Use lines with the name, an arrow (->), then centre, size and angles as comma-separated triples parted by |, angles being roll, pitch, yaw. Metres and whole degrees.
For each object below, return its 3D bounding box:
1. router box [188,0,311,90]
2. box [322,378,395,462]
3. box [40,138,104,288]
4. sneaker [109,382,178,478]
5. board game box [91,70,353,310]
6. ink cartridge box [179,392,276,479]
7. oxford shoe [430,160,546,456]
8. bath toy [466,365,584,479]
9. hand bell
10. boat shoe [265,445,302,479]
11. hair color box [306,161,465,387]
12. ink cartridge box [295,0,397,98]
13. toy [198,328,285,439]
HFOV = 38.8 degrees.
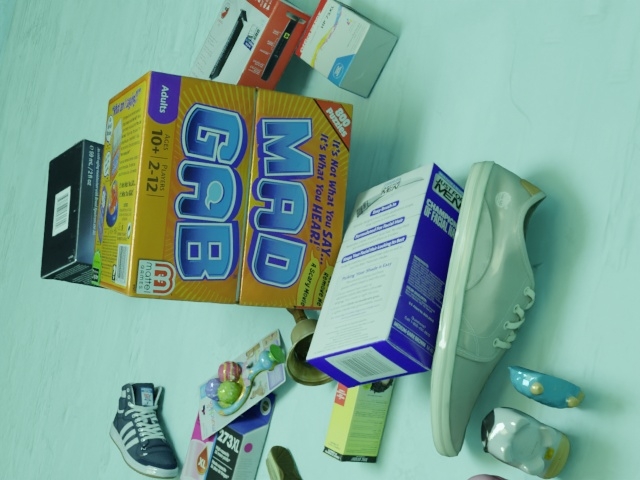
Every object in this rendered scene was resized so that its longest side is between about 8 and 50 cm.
router box -> -0.169, -0.401, 1.971 | 0.301, 0.082, 0.335 | -61, 29, 13
box -> 0.074, 0.260, 1.553 | 0.058, 0.087, 0.232 | 13, 91, 51
box -> -0.469, -0.045, 2.124 | 0.182, 0.294, 0.296 | -20, 65, 44
sneaker -> -0.390, 0.417, 2.051 | 0.282, 0.099, 0.153 | 25, 100, 53
board game box -> -0.188, -0.075, 1.624 | 0.356, 0.356, 0.356 | -178, 93, -67
ink cartridge box -> -0.204, 0.462, 1.849 | 0.175, 0.069, 0.371 | 17, 90, 51
oxford shoe -> 0.248, 0.107, 1.355 | 0.130, 0.169, 0.449 | 11, 89, 12
bath toy -> 0.241, 0.342, 1.250 | 0.348, 0.151, 0.129 | -62, 22, -7
hand bell -> -0.036, 0.150, 1.722 | 0.126, 0.126, 0.242 | -60, 31, 20
boat shoe -> -0.067, 0.456, 1.693 | 0.048, 0.056, 0.153 | -61, 39, 32
hair color box -> 0.113, 0.055, 1.458 | 0.185, 0.110, 0.339 | -21, 42, 46
ink cartridge box -> 0.036, -0.391, 1.792 | 0.231, 0.078, 0.134 | 46, 114, 47
toy -> -0.174, 0.279, 1.818 | 0.237, 0.056, 0.137 | -35, 40, 21
